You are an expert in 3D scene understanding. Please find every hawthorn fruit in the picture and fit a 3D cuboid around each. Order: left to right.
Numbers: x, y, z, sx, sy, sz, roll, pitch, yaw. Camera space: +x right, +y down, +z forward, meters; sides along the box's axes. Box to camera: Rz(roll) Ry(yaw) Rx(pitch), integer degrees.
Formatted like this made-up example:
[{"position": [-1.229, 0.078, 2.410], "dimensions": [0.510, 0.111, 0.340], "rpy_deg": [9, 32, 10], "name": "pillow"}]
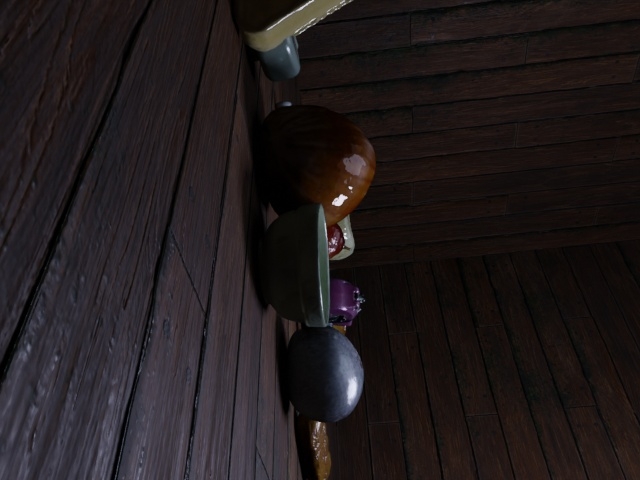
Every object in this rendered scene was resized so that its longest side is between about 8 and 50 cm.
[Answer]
[{"position": [0.000, 0.000, 2.320], "dimensions": [0.189, 0.252, 0.189], "rpy_deg": [22, 90, -89], "name": "hawthorn fruit"}]

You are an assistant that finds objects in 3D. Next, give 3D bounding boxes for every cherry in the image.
[{"position": [0.009, 0.379, 1.728], "dimensions": [0.255, 0.218, 0.296], "rpy_deg": [-44, 118, -57], "name": "cherry"}]

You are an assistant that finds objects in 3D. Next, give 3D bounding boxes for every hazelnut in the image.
[{"position": [-0.022, -0.212, 1.698], "dimensions": [0.372, 0.315, 0.372], "rpy_deg": [44, 27, -29], "name": "hazelnut"}]

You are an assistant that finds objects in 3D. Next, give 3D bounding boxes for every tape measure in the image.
[{"position": [-0.140, -0.580, 1.674], "dimensions": [0.243, 0.125, 0.246], "rpy_deg": [69, 12, -55], "name": "tape measure"}, {"position": [0.034, 0.229, 2.198], "dimensions": [0.231, 0.246, 0.149], "rpy_deg": [106, -14, -67], "name": "tape measure"}]

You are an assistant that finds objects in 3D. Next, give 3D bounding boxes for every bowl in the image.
[{"position": [-0.062, 0.065, 1.514], "dimensions": [0.307, 0.163, 0.307], "rpy_deg": [-5, 90, -87], "name": "bowl"}]

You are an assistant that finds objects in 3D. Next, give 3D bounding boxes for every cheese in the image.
[{"position": [-0.044, -0.669, 1.518], "dimensions": [0.104, 0.384, 0.383], "rpy_deg": [83, 2, -76], "name": "cheese"}]

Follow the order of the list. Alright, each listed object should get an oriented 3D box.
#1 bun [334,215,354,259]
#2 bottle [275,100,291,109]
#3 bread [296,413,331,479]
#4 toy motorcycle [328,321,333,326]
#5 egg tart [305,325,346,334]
[{"position": [0.016, -0.072, 2.568], "dimensions": [0.352, 0.228, 0.348], "rpy_deg": [-99, -179, -52], "name": "bun"}, {"position": [-0.123, -0.385, 2.190], "dimensions": [0.060, 0.060, 0.217], "rpy_deg": [46, 39, -85], "name": "bottle"}, {"position": [-0.020, 0.665, 1.916], "dimensions": [0.124, 0.084, 0.343], "rpy_deg": [-51, 141, -53], "name": "bread"}, {"position": [-0.004, 0.430, 2.202], "dimensions": [0.173, 0.108, 0.307], "rpy_deg": [-44, 144, -37], "name": "toy motorcycle"}, {"position": [0.014, 0.312, 2.396], "dimensions": [0.215, 0.171, 0.215], "rpy_deg": [-171, -90, -87], "name": "egg tart"}]
